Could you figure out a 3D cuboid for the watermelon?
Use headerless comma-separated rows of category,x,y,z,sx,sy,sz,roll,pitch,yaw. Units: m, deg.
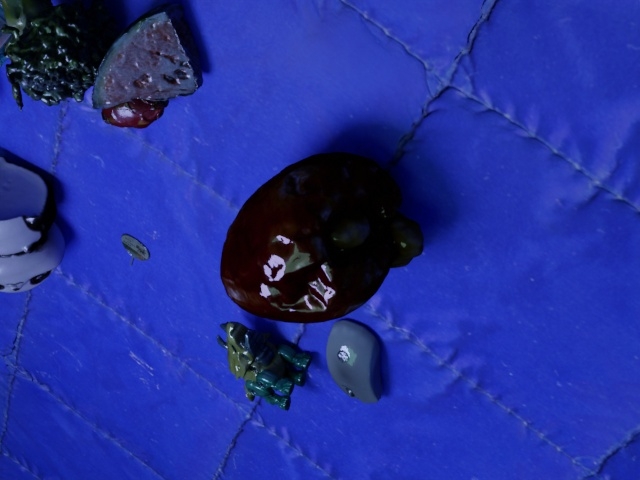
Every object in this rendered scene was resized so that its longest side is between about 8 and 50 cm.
watermelon,-0.227,-0.243,1.679,0.139,0.071,0.187,29,120,-27

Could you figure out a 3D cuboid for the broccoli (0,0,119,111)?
broccoli,-0.395,-0.316,1.732,0.274,0.177,0.198,57,169,18

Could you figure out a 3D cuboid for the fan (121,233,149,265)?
fan,-0.317,0.022,2.121,0.060,0.003,0.080,17,139,30

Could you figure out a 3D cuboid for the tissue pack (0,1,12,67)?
tissue pack,-0.495,-0.325,1.888,0.085,0.028,0.138,46,140,-14

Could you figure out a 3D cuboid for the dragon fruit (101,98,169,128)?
dragon fruit,-0.291,-0.203,1.787,0.190,0.094,0.094,-2,128,55

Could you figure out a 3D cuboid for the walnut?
walnut,0.000,0.000,1.662,0.269,0.244,0.221,-10,83,55

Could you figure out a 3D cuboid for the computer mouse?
computer mouse,0.051,0.204,1.945,0.089,0.056,0.181,23,142,29

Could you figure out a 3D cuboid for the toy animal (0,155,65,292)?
toy animal,-0.545,-0.009,2.151,0.187,0.165,0.235,-6,135,-10

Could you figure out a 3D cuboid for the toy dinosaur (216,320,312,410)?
toy dinosaur,-0.095,0.228,2.079,0.153,0.094,0.259,26,150,19
